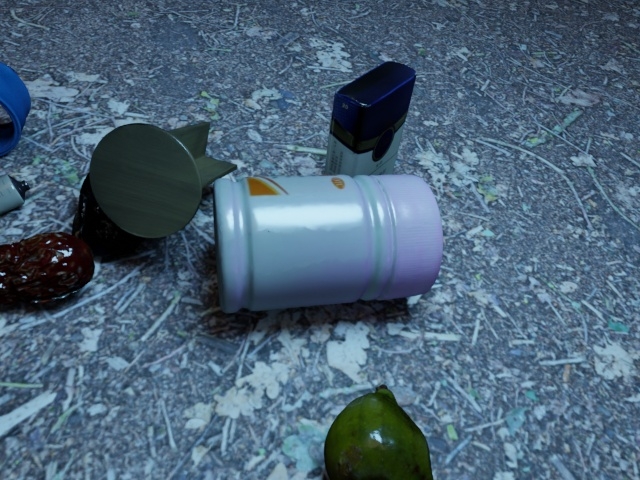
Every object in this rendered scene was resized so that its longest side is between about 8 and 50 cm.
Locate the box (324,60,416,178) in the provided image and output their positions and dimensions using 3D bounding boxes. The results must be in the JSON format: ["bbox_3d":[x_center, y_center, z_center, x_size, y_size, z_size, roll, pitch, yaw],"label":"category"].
[{"bbox_3d":[0.082,-0.172,0.870,0.071,0.259,0.168,34,52,21],"label":"box"}]

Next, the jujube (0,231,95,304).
[{"bbox_3d":[-0.416,0.037,0.698,0.166,0.104,0.104,-8,51,-17],"label":"jujube"}]

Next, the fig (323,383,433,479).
[{"bbox_3d":[0.070,0.262,0.610,0.133,0.185,0.126,24,88,4],"label":"fig"}]

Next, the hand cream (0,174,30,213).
[{"bbox_3d":[-0.571,-0.053,0.785,0.186,0.054,0.087,-30,65,-24],"label":"hand cream"}]

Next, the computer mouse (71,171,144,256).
[{"bbox_3d":[-0.345,-0.073,0.825,0.147,0.077,0.241,0,49,-13],"label":"computer mouse"}]

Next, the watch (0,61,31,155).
[{"bbox_3d":[-0.633,-0.248,0.850,0.201,0.196,0.171,-6,60,-6],"label":"watch"}]

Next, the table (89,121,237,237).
[{"bbox_3d":[-0.233,-0.118,0.789,0.167,0.167,0.226,16,21,3],"label":"table"}]

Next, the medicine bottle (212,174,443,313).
[{"bbox_3d":[0.000,0.000,0.742,0.316,0.202,0.202,-3,50,-14],"label":"medicine bottle"}]
